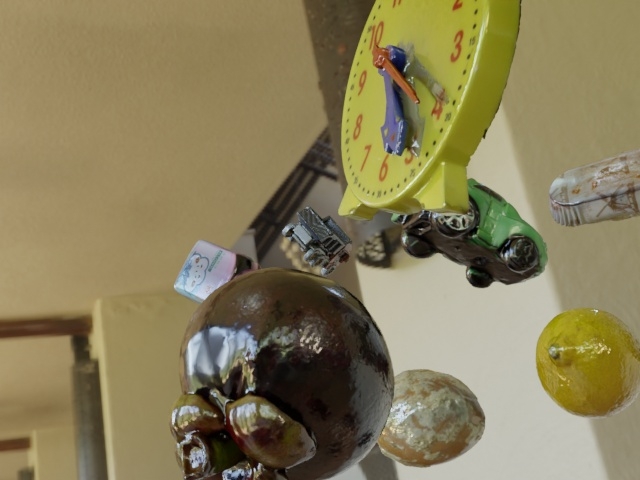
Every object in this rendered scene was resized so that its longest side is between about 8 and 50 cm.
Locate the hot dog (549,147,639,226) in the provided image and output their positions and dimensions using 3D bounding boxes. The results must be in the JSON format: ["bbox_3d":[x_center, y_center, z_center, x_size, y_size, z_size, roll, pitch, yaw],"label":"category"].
[{"bbox_3d":[0.512,-0.095,1.424,0.267,0.144,0.075,-14,-53,25],"label":"hot dog"}]

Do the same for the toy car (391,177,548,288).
[{"bbox_3d":[0.301,-0.041,1.783,0.358,0.177,0.213,27,-20,-7],"label":"toy car"}]

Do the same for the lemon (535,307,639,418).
[{"bbox_3d":[0.460,0.209,1.468,0.186,0.187,0.244,-22,-36,29],"label":"lemon"}]

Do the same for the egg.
[{"bbox_3d":[0.218,0.368,1.776,0.245,0.204,0.203,1,-17,17],"label":"egg"}]

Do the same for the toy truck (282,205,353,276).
[{"bbox_3d":[0.000,0.000,1.679,0.092,0.083,0.192,-42,-21,2],"label":"toy truck"}]

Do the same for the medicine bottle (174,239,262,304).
[{"bbox_3d":[-0.173,0.080,1.618,0.188,0.119,0.094,18,-13,40],"label":"medicine bottle"}]

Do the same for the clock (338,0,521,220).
[{"bbox_3d":[0.083,-0.161,0.817,0.071,0.294,0.277,14,-11,-21],"label":"clock"}]

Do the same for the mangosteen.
[{"bbox_3d":[-0.065,0.202,1.139,0.306,0.347,0.307,23,-39,20],"label":"mangosteen"}]
